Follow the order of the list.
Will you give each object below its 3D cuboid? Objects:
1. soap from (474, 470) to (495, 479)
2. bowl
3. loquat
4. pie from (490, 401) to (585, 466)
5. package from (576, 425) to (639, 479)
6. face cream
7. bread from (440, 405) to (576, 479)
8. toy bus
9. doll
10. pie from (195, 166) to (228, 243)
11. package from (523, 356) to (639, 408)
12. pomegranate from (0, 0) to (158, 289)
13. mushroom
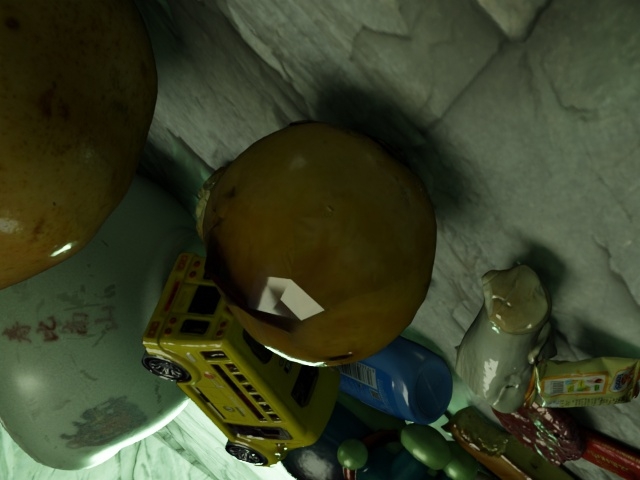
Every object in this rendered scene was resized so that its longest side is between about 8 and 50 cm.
[{"bbox_3d":[0.300,0.458,1.975,0.281,0.143,0.259,23,159,24],"label":"soap"},{"bbox_3d":[-0.238,0.083,1.766,0.196,0.435,0.435,-4,142,25],"label":"bowl"},{"bbox_3d":[0.000,0.000,1.291,0.235,0.235,0.235,33,161,13],"label":"loquat"},{"bbox_3d":[0.249,0.206,1.596,0.154,0.036,0.154,43,163,16],"label":"pie"},{"bbox_3d":[0.364,0.263,1.570,0.200,0.022,0.083,24,157,39],"label":"package"},{"bbox_3d":[0.049,0.157,1.783,0.264,0.083,0.149,20,146,41],"label":"face cream"},{"bbox_3d":[0.266,0.298,1.781,0.226,0.049,0.088,39,162,-3],"label":"bread"},{"bbox_3d":[-0.082,0.160,1.678,0.151,0.145,0.331,2,147,30],"label":"toy bus"},{"bbox_3d":[0.050,0.285,1.898,0.198,0.186,0.322,35,177,-41],"label":"doll"},{"bbox_3d":[-0.038,0.019,1.620,0.308,0.085,0.308,34,162,13],"label":"pie"},{"bbox_3d":[0.266,0.142,1.371,0.120,0.031,0.108,-4,153,5],"label":"package"},{"bbox_3d":[-0.356,-0.139,1.399,0.416,0.417,0.417,33,161,13],"label":"pomegranate"},{"bbox_3d":[0.189,0.095,1.383,0.099,0.096,0.278,31,156,16],"label":"mushroom"}]
